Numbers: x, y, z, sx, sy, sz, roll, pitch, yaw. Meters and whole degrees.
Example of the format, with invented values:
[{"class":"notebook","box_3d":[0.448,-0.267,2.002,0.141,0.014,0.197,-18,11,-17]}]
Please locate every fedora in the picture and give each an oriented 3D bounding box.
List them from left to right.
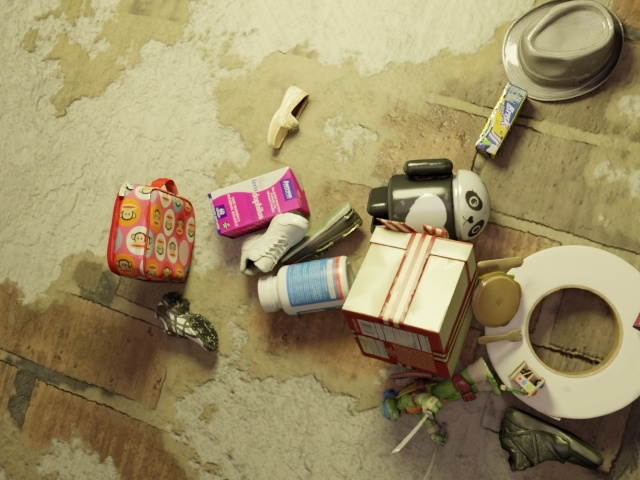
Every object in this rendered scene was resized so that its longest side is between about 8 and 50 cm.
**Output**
[{"class":"fedora","box_3d":[0.559,-0.457,1.680,0.275,0.124,0.243,-10,83,12]}]

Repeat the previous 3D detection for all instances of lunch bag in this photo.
[{"class":"lunch bag","box_3d":[-0.400,-0.028,1.784,0.120,0.293,0.258,4,83,12]}]

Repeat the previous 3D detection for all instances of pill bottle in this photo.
[{"class":"pill bottle","box_3d":[-0.033,0.114,1.772,0.221,0.124,0.124,-9,83,11]}]

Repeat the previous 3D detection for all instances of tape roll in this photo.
[{"class":"tape roll","box_3d":[0.567,0.206,1.651,0.392,0.072,0.392,-1,86,13]}]

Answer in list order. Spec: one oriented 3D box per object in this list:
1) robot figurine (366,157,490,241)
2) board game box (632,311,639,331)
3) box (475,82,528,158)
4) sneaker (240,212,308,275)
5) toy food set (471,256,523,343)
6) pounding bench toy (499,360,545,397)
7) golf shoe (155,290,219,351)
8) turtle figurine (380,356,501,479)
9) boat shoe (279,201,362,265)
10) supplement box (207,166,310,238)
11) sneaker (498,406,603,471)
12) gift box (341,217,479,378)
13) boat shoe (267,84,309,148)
[{"class":"robot figurine","box_3d":[0.251,-0.074,1.694,0.278,0.209,0.173,-4,72,13]},{"class":"board game box","box_3d":[0.869,0.182,1.553,0.347,0.056,0.208,31,81,4]},{"class":"box","box_3d":[0.428,-0.281,1.729,0.054,0.059,0.169,29,92,15]},{"class":"sneaker","box_3d":[-0.112,0.022,1.765,0.232,0.090,0.115,-36,32,40]},{"class":"toy food set","box_3d":[0.389,0.131,1.621,0.132,0.038,0.192,-4,99,-19]},{"class":"pounding bench toy","box_3d":[0.444,0.318,1.607,0.065,0.052,0.083,44,96,12]},{"class":"golf shoe","box_3d":[-0.343,0.223,1.870,0.198,0.077,0.094,44,110,17]},{"class":"turtle figurine","box_3d":[0.284,0.394,1.643,0.266,0.274,0.198,-28,114,5]},{"class":"boat shoe","box_3d":[0.000,0.000,1.797,0.228,0.081,0.068,-38,107,15]},{"class":"supplement box","box_3d":[-0.152,-0.092,1.824,0.220,0.114,0.111,-18,81,9]},{"class":"sneaker","box_3d":[0.506,0.476,1.638,0.227,0.087,0.130,22,92,17]},{"class":"gift box","box_3d":[0.194,0.113,1.614,0.276,0.255,0.258,16,60,22]},{"class":"boat shoe","box_3d":[-0.081,-0.307,1.849,0.059,0.063,0.170,23,90,20]}]
